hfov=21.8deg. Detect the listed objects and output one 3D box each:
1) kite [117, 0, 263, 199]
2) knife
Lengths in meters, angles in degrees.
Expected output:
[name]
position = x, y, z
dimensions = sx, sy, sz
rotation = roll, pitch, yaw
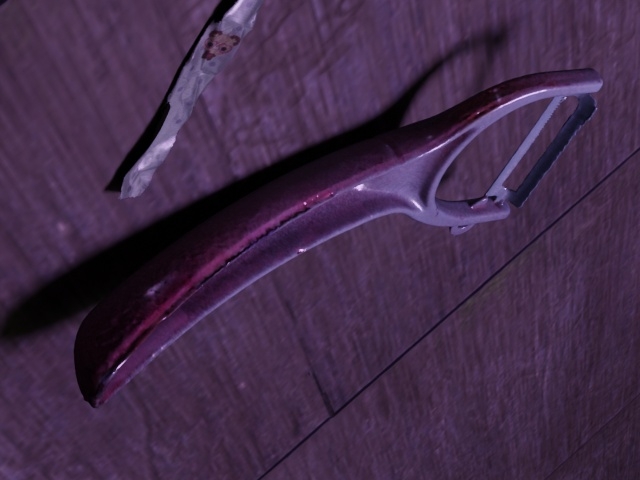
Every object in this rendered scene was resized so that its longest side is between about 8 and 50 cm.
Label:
[kite]
position = -0.008, -0.111, 0.584
dimensions = 0.229, 0.012, 0.250
rotation = -7, 138, -53
[knife]
position = -0.002, -0.001, 0.719
dimensions = 0.278, 0.053, 0.123
rotation = -26, 154, -36
